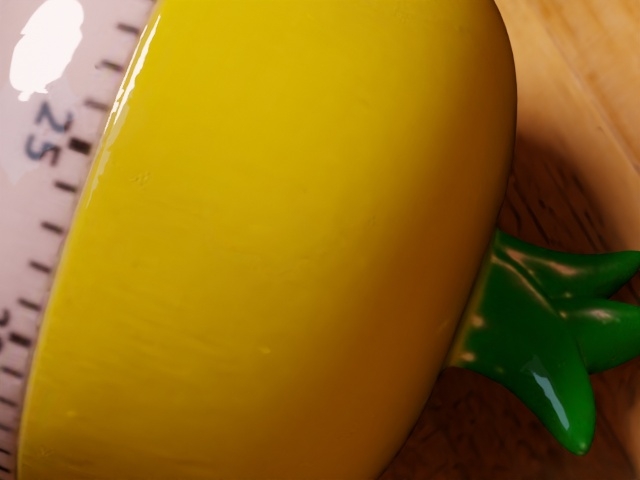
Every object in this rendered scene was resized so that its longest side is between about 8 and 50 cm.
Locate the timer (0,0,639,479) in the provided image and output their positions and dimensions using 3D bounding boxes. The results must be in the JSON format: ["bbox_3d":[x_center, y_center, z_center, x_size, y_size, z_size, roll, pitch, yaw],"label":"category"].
[{"bbox_3d":[0.000,0.000,0.675,0.285,0.285,0.285,-19,57,33],"label":"timer"}]
